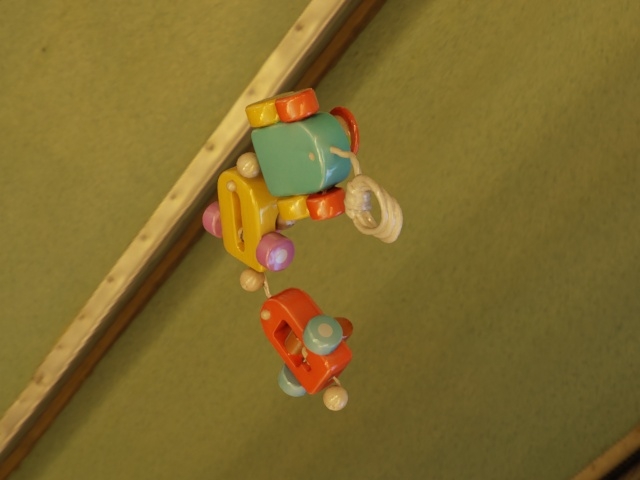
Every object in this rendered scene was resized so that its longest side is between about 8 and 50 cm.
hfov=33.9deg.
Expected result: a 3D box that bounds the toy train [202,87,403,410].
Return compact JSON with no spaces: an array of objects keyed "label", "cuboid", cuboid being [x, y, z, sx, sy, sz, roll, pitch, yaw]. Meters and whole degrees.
[{"label":"toy train","cuboid":[0.000,0.000,0.512,0.125,0.046,0.166,50,144,21]}]
